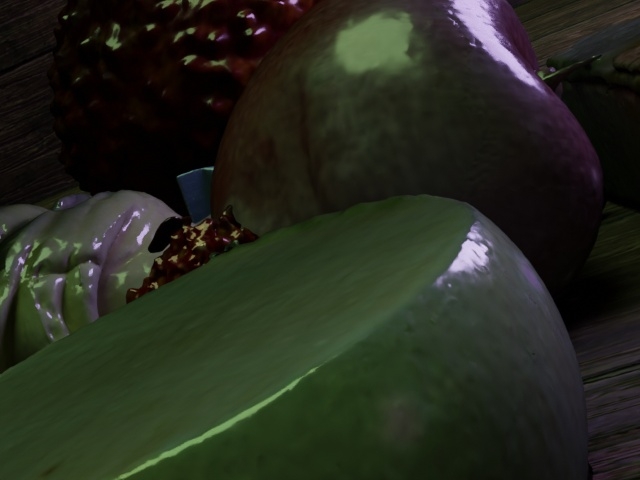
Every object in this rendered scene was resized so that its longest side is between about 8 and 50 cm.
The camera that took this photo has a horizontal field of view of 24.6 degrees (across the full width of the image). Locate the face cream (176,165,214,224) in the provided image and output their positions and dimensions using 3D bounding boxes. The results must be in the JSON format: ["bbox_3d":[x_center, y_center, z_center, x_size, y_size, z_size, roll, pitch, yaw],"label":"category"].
[{"bbox_3d":[0.067,-0.062,1.390,0.385,0.136,0.086,-20,-3,-4],"label":"face cream"}]

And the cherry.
[{"bbox_3d":[0.050,-0.046,0.981,0.307,0.261,0.221,-37,-37,21],"label":"cherry"}]

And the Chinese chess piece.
[{"bbox_3d":[-0.046,0.111,0.690,0.349,0.146,0.349,-24,11,5],"label":"Chinese chess piece"}]

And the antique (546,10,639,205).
[{"bbox_3d":[0.265,-0.098,1.076,0.150,0.125,0.284,-25,10,4],"label":"antique"}]

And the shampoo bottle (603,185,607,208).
[{"bbox_3d":[0.091,-0.020,1.221,0.098,0.071,0.309,-32,13,-33],"label":"shampoo bottle"}]

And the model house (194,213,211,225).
[{"bbox_3d":[-0.099,0.034,1.301,0.100,0.101,0.088,-26,12,-4],"label":"model house"}]

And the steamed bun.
[{"bbox_3d":[-0.214,0.069,1.114,0.320,0.206,0.275,-28,9,-40],"label":"steamed bun"}]

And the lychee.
[{"bbox_3d":[-0.091,-0.219,1.721,0.500,0.424,0.424,-47,10,3],"label":"lychee"}]

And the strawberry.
[{"bbox_3d":[-0.077,0.076,0.899,0.121,0.188,0.082,-6,40,-28],"label":"strawberry"}]
